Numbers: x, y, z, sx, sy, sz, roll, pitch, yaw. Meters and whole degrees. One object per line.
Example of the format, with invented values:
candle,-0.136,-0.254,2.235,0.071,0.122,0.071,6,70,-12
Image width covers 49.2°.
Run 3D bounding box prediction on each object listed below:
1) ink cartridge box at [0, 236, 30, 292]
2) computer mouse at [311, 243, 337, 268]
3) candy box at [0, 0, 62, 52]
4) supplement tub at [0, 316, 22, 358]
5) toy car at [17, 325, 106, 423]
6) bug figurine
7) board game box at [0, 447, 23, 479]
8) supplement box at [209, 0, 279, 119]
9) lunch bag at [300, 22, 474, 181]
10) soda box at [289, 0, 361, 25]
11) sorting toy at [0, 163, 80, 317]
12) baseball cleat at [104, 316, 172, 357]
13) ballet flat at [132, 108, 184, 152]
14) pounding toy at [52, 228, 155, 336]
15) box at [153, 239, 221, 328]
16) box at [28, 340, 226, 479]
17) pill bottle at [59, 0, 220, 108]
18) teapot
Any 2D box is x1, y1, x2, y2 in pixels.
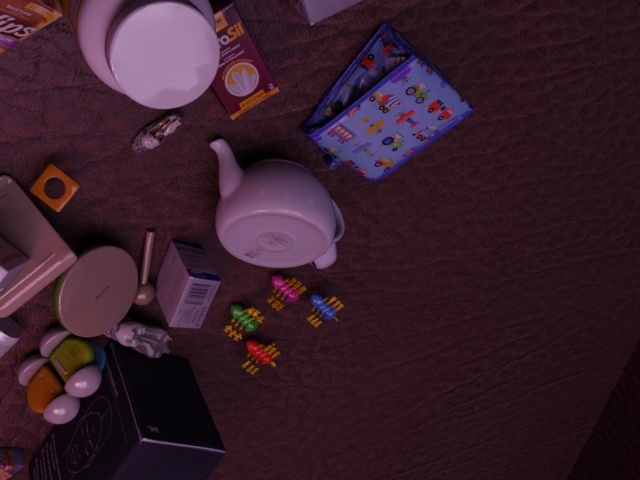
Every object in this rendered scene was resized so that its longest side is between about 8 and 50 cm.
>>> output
ink cartridge box,-0.590,0.009,1.138,0.191,0.139,0.082,41,89,-11
computer mouse,0.000,0.000,1.578,0.106,0.042,0.193,-29,132,-9
candy box,-0.482,-0.320,1.002,0.187,0.053,0.109,-25,167,15
supplement tub,-0.640,0.200,1.352,0.107,0.071,0.071,-43,132,5
toy car,-0.512,0.274,1.434,0.182,0.159,0.136,-50,156,11
bug figurine,-0.095,0.182,1.640,0.279,0.072,0.216,-36,126,5
board game box,-0.760,0.507,1.518,0.194,0.060,0.194,-36,132,-3
supplement box,-0.165,-0.323,1.225,0.104,0.081,0.188,-33,132,-3
lunch bag,0.121,-0.246,1.422,0.293,0.138,0.221,-44,135,19
soda box,0.076,-0.492,1.227,0.286,0.091,0.098,-28,133,-7
sorting toy,-0.555,0.009,1.241,0.348,0.047,0.196,-38,97,3
baseball cleat,-0.394,0.194,1.490,0.072,0.110,0.206,-61,162,-14
ballet flat,-0.295,-0.196,1.274,0.114,0.041,0.041,-38,133,2
pounding toy,-0.442,0.075,1.368,0.237,0.110,0.182,-27,127,-50
box,-0.275,0.089,1.427,0.072,0.137,0.126,10,118,-35
box,-0.431,0.473,1.517,0.212,0.293,0.395,23,110,-39
pill bottle,-0.261,-0.319,1.003,0.188,0.334,0.187,-15,129,-19
teapot,-0.082,-0.073,1.394,0.253,0.187,0.256,0,147,4
